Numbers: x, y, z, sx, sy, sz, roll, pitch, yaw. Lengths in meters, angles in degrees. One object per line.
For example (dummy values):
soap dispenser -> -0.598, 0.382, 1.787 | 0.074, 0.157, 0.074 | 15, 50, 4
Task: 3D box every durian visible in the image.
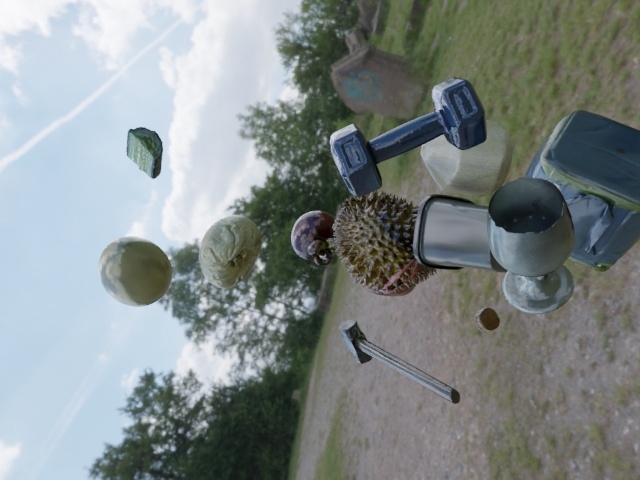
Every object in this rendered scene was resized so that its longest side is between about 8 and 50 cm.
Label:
durian -> 0.222, 0.003, 1.680 | 0.347, 0.384, 0.348 | 15, -90, -80

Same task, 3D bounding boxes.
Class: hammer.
hammer -> 0.165, 0.273, 1.114 | 0.365, 0.043, 0.111 | 16, 135, 60

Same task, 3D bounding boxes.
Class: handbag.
handbag -> 0.561, -0.101, 1.055 | 0.222, 0.263, 0.241 | -56, -18, -26

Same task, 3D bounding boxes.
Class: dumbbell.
dumbbell -> 0.185, -0.221, 1.089 | 0.160, 0.324, 0.144 | -96, -17, -66

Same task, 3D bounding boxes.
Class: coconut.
coconut -> 0.442, -0.260, 1.567 | 0.237, 0.265, 0.238 | 4, -90, -89

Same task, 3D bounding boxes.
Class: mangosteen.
mangosteen -> 0.000, 0.000, 2.041 | 0.257, 0.215, 0.215 | 51, 132, 50

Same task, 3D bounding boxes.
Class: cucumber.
cucumber -> -0.461, -0.235, 1.358 | 0.062, 0.116, 0.115 | -41, -10, -33

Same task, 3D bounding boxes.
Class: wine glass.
wine glass -> 0.333, 0.014, 0.798 | 0.241, 0.126, 0.127 | 53, -135, -47

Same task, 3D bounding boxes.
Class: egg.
egg -> -0.515, 0.084, 1.409 | 0.242, 0.185, 0.186 | 70, -147, -58

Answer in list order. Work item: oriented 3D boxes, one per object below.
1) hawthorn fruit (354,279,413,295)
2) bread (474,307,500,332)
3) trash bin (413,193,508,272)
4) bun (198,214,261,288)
hawthorn fruit -> 0.254, 0.115, 1.960 | 0.224, 0.260, 0.224 | -10, -90, -75
bread -> 0.577, 0.279, 1.767 | 0.053, 0.084, 0.085 | 125, 163, -69
trash bin -> 0.429, -0.012, 1.419 | 0.250, 0.219, 0.220 | 11, 97, 55
bun -> -0.218, 0.028, 1.270 | 0.188, 0.111, 0.164 | -50, -44, -31
